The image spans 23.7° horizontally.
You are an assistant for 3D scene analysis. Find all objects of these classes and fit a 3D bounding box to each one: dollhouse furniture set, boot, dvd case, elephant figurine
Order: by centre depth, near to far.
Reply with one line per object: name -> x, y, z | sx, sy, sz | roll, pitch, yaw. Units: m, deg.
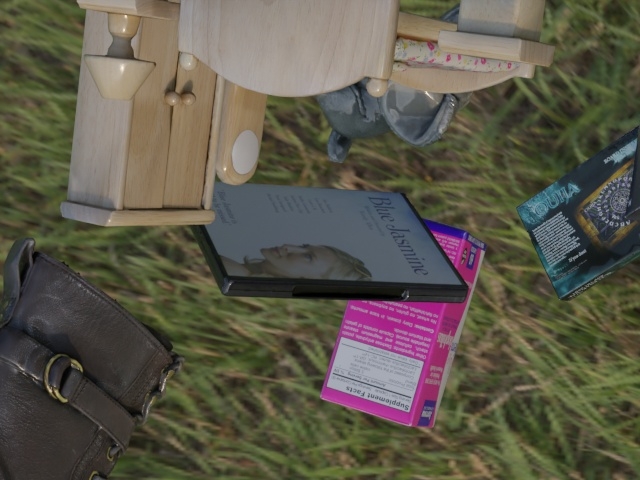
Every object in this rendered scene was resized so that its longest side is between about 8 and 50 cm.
dollhouse furniture set -> 0.022, -0.072, 0.974 | 0.355, 0.303, 0.173 | 12, 98, 32
boot -> -0.151, 0.155, 0.975 | 0.091, 0.263, 0.229 | -8, 40, 45
dvd case -> 0.000, 0.000, 1.483 | 0.180, 0.253, 0.022 | -121, 41, -51
elephant figurine -> 0.117, -0.191, 1.796 | 0.239, 0.186, 0.169 | 10, 67, 23

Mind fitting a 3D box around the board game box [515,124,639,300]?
board game box -> 0.320, -0.032, 1.709 | 0.186, 0.026, 0.126 | -35, 64, 29

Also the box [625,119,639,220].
box -> 0.414, -0.091, 1.589 | 0.158, 0.093, 0.156 | 11, 78, -5

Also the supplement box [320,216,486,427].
supplement box -> 0.092, 0.086, 1.675 | 0.114, 0.111, 0.220 | 17, 89, 19
